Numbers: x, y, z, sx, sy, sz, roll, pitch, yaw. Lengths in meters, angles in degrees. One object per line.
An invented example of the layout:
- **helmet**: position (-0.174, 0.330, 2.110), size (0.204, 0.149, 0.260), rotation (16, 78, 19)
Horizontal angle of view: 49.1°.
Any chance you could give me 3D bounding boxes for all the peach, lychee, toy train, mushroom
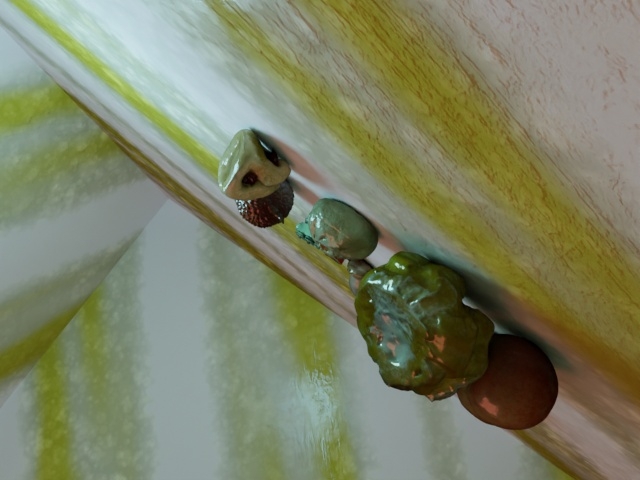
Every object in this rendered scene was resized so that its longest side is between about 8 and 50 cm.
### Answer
- **peach**: position (0.464, 0.353, 1.741), size (0.252, 0.252, 0.252), rotation (35, 170, 7)
- **lychee**: position (-0.151, -0.113, 1.919), size (0.165, 0.165, 0.197), rotation (46, -178, -44)
- **toy train**: position (0.000, 0.000, 2.169), size (0.176, 0.074, 0.118), rotation (26, 164, 44)
- **mushroom**: position (0.133, 0.129, 2.255), size (0.212, 0.088, 0.097), rotation (67, -179, -61)

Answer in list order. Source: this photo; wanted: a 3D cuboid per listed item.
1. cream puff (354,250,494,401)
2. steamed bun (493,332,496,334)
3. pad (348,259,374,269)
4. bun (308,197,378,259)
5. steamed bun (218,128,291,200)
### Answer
- **cream puff**: position (0.264, 0.192, 1.685), size (0.378, 0.275, 0.378), rotation (38, 139, 42)
- **steamed bun**: position (0.459, 0.339, 1.989), size (0.295, 0.137, 0.292), rotation (39, 173, -25)
- **pad**: position (0.099, 0.049, 2.261), size (0.267, 0.004, 0.181), rotation (42, 168, -26)
- **bun**: position (0.050, -0.017, 1.802), size (0.195, 0.118, 0.195), rotation (32, 168, 8)
- **steamed bun**: position (-0.158, -0.175, 1.745), size (0.155, 0.172, 0.141), rotation (14, -138, -27)
